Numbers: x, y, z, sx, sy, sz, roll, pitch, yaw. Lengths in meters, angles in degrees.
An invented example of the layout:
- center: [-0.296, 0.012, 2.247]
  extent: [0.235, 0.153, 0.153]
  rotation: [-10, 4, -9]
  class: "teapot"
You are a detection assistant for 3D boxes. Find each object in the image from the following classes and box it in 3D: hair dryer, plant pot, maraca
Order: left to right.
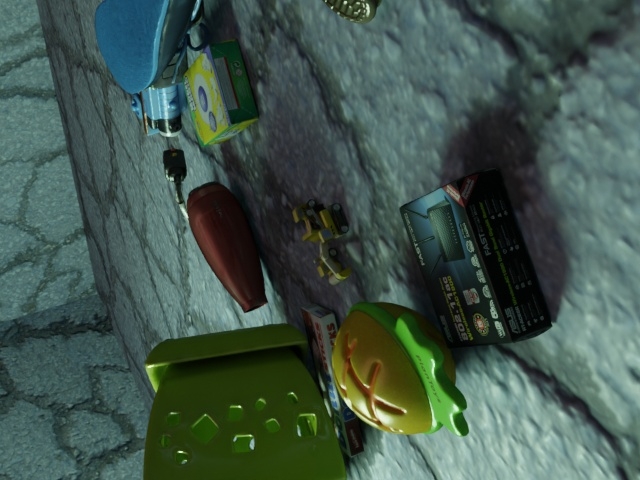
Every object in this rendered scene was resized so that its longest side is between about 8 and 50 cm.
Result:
- center: [-0.143, 0.000, 1.156]
  extent: [0.293, 0.080, 0.224]
  rotation: [55, 168, 48]
  class: "hair dryer"
- center: [-0.101, 0.232, 0.960]
  extent: [0.228, 0.227, 0.207]
  rotation: [98, 162, -63]
  class: "plant pot"
- center: [0.068, 0.109, 0.653]
  extent: [0.127, 0.099, 0.185]
  rotation: [60, 163, -4]
  class: "maraca"

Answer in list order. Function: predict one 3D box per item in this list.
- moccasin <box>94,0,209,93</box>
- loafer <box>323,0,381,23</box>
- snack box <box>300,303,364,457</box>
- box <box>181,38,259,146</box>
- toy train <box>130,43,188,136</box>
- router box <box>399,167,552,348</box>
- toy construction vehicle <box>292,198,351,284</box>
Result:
- center: [-0.192, -0.292, 0.975]
  extent: [0.138, 0.117, 0.342]
  rotation: [54, 151, -5]
  class: "moccasin"
- center: [0.007, -0.243, 0.623]
  extent: [0.148, 0.050, 0.056]
  rotation: [55, 160, 3]
  class: "loafer"
- center: [0.015, 0.167, 0.931]
  extent: [0.064, 0.022, 0.178]
  rotation: [16, 120, 66]
  class: "snack box"
- center: [-0.138, -0.187, 1.014]
  extent: [0.179, 0.043, 0.105]
  rotation: [-10, 96, 70]
  class: "box"
- center: [-0.251, -0.243, 1.197]
  extent: [0.105, 0.080, 0.184]
  rotation: [45, 146, 39]
  class: "toy train"
- center: [0.111, 0.017, 0.573]
  extent: [0.092, 0.038, 0.122]
  rotation: [-29, 79, 68]
  class: "router box"
- center: [0.000, 0.000, 0.828]
  extent: [0.098, 0.035, 0.086]
  rotation: [71, 158, 6]
  class: "toy construction vehicle"
